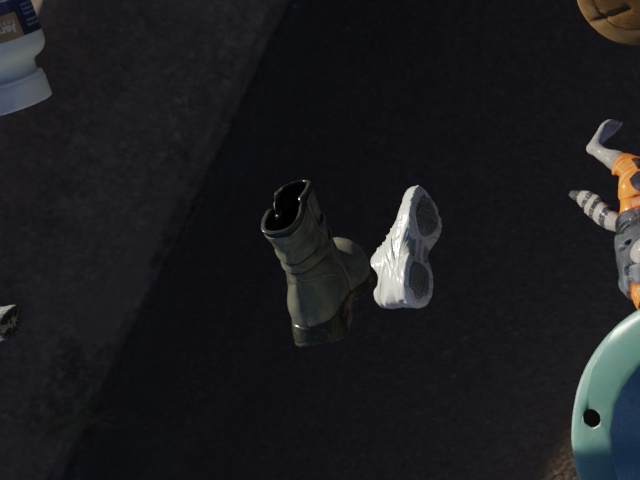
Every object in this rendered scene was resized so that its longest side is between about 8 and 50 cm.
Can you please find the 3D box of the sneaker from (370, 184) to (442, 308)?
[{"bbox_3d":[0.131,0.011,1.433,0.115,0.090,0.232,-17,48,42],"label":"sneaker"}]

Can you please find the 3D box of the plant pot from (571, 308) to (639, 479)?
[{"bbox_3d":[0.302,0.121,0.542,0.271,0.255,0.272,-2,87,43],"label":"plant pot"}]

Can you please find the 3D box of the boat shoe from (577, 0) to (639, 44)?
[{"bbox_3d":[0.342,-0.292,0.639,0.123,0.123,0.342,46,136,7],"label":"boat shoe"}]

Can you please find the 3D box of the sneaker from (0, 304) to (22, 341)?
[{"bbox_3d":[-0.448,0.125,1.101,0.058,0.135,0.052,5,111,17],"label":"sneaker"}]

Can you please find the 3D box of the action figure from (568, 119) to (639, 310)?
[{"bbox_3d":[0.491,0.029,1.249,0.178,0.341,0.330,-17,38,16],"label":"action figure"}]

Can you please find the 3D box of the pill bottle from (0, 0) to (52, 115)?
[{"bbox_3d":[-0.207,-0.137,0.511,0.067,0.067,0.120,-1,117,34],"label":"pill bottle"}]

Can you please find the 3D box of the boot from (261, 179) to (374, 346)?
[{"bbox_3d":[0.000,0.000,0.979,0.083,0.246,0.161,-11,109,12],"label":"boot"}]
